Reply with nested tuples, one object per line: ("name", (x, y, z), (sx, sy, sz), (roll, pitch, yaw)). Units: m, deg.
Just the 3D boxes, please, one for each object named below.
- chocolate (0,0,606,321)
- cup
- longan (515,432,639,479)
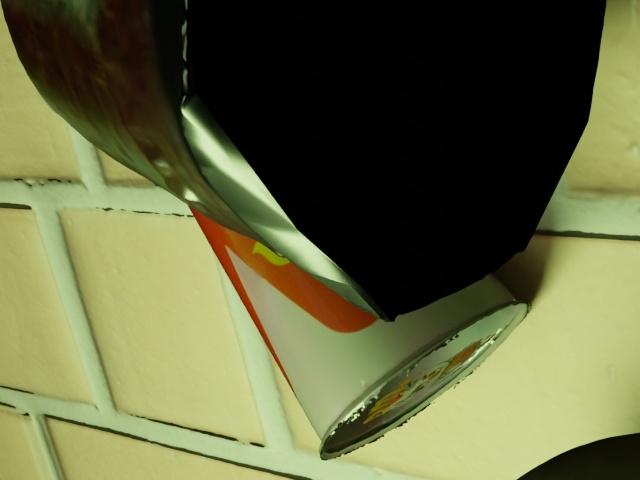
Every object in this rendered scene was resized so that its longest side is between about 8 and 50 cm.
("chocolate", (-0.045, -0.172, 0.851), (0.331, 0.384, 0.383), (10, 120, 41))
("cup", (0.000, 0.000, 1.052), (0.288, 0.203, 0.203), (54, 139, 17))
("longan", (0.242, 0.263, 0.911), (0.300, 0.243, 0.300), (39, 144, 36))
